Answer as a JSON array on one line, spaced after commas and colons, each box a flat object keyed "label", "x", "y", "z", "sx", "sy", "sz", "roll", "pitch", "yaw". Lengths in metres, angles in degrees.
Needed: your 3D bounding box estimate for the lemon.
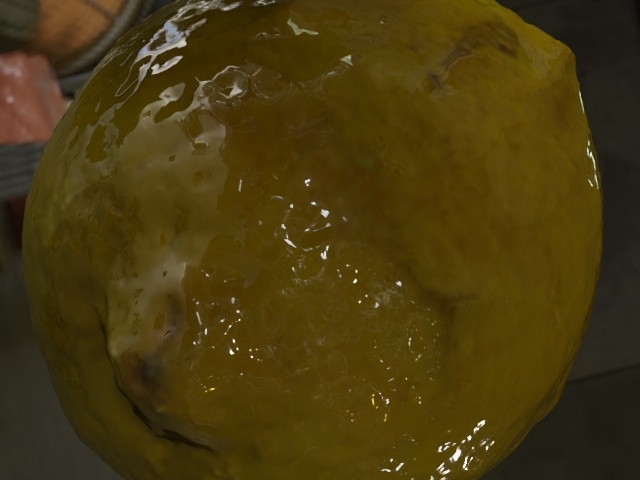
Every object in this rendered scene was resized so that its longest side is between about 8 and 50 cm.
[{"label": "lemon", "x": 0.000, "y": 0.000, "z": 0.617, "sx": 0.288, "sy": 0.233, "sz": 0.234, "roll": -47, "pitch": 128, "yaw": -57}]
